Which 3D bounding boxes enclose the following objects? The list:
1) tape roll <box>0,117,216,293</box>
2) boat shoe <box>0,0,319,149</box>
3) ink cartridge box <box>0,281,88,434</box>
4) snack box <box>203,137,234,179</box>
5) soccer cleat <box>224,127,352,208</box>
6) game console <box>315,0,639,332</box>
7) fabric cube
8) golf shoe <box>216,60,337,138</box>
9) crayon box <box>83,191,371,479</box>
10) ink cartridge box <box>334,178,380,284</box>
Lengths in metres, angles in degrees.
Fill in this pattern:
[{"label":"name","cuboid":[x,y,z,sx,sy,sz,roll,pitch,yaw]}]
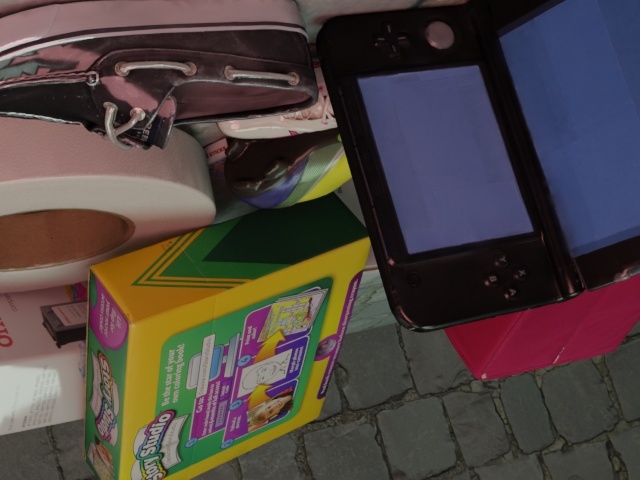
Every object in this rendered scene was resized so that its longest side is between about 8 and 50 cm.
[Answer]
[{"label":"tape roll","cuboid":[-0.304,-0.027,1.001,0.392,0.072,0.392,-12,166,-3]},{"label":"boat shoe","cuboid":[-0.145,-0.121,0.750,0.301,0.102,0.108,-10,166,-23]},{"label":"ink cartridge box","cuboid":[-0.328,0.116,1.240,0.306,0.226,0.131,-4,127,-39]},{"label":"snack box","cuboid":[-0.082,-0.091,1.141,0.064,0.022,0.178,-20,167,29]},{"label":"soccer cleat","cuboid":[0.033,-0.110,1.020,0.289,0.093,0.121,-20,162,21]},{"label":"game console","cuboid":[0.164,-0.099,0.784,0.250,0.293,0.173,-10,165,-21]},{"label":"fabric cube","cuboid":[0.304,0.000,1.291,0.259,0.254,0.258,-8,143,-27]},{"label":"golf shoe","cuboid":[-0.007,-0.136,0.883,0.186,0.067,0.086,-17,-160,-13]},{"label":"crayon box","cuboid":[-0.122,0.136,1.152,0.313,0.106,0.363,-19,142,-31]},{"label":"ink cartridge box","cuboid":[0.000,0.000,1.327,0.093,0.154,0.212,-8,165,-29]}]
